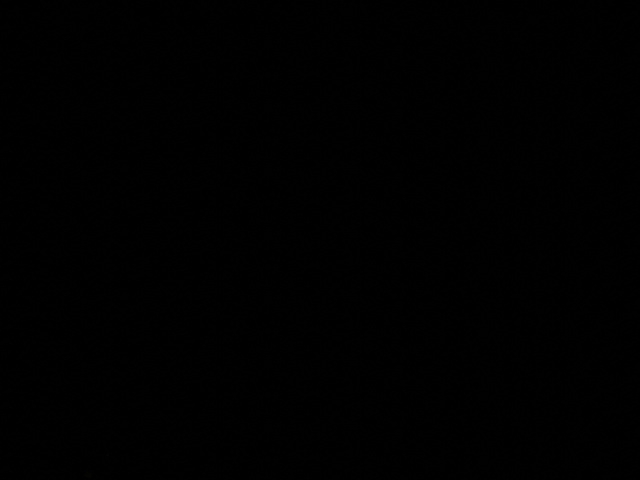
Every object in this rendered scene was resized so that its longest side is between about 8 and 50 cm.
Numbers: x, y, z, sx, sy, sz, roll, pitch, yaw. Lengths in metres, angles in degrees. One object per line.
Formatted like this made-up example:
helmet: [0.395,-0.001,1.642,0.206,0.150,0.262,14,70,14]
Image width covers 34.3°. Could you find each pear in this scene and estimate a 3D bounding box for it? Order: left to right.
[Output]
pear: [0.000,0.000,0.154,0.362,0.362,0.418,-23,-16,38]
